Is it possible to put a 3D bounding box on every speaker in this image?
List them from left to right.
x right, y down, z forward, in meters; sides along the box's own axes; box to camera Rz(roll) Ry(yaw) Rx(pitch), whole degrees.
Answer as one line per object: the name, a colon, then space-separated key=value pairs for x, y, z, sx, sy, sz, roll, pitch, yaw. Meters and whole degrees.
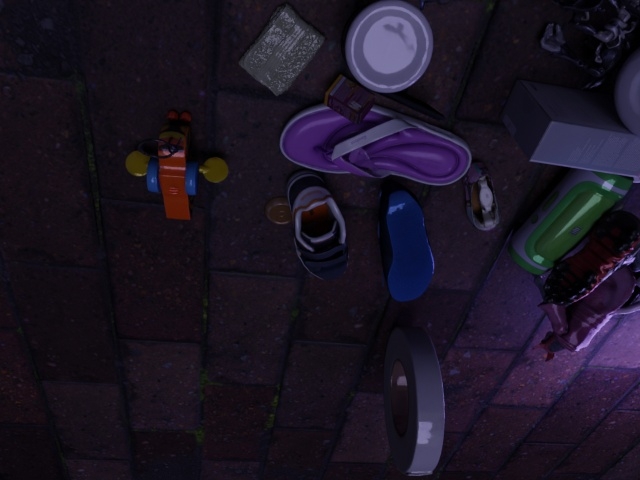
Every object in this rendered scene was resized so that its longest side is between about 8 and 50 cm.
speaker: x=0.575 y=-0.057 z=1.159 sx=0.131 sy=0.131 sz=0.296 roll=17 pitch=126 yaw=-17

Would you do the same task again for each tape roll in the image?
tape roll: x=0.248 y=0.435 z=1.371 sx=0.072 sy=0.392 sz=0.392 roll=1 pitch=129 yaw=-6

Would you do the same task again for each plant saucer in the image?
plant saucer: x=-0.092 y=-0.066 z=1.172 sx=0.083 sy=0.015 sz=0.083 roll=-2 pitch=130 yaw=-2

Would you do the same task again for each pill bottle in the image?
pill bottle: x=0.099 y=-0.326 z=0.821 sx=0.131 sy=0.229 sz=0.131 roll=0 pitch=114 yaw=0
pill bottle: x=0.700 y=-0.292 z=0.887 sx=0.323 sy=0.181 sz=0.181 roll=-19 pitch=135 yaw=-25

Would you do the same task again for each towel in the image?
towel: x=-0.072 y=-0.353 z=0.929 sx=0.110 sy=0.027 sz=0.148 roll=31 pitch=121 yaw=-27

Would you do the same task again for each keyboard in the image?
keyboard: x=0.149 y=-0.278 z=0.960 sx=0.180 sy=0.108 sz=0.023 roll=16 pitch=117 yaw=-27

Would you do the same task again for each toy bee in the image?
toy bee: x=-0.281 y=-0.170 z=1.007 sx=0.195 sy=0.162 sz=0.298 roll=15 pitch=152 yaw=-26

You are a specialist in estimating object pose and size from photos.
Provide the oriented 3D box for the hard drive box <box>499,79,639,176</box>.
hard drive box: x=0.505 y=-0.225 z=0.979 sx=0.232 sy=0.181 sz=0.089 roll=7 pitch=131 yaw=-9

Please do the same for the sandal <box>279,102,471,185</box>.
sandal: x=0.124 y=-0.189 z=1.029 sx=0.416 sy=0.102 sz=0.169 roll=5 pitch=128 yaw=-7

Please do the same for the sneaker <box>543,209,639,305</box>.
sneaker: x=0.640 y=0.050 z=1.147 sx=0.135 sy=0.097 sz=0.276 roll=2 pitch=131 yaw=-40

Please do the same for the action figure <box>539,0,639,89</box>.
action figure: x=0.495 y=-0.385 z=0.880 sx=0.164 sy=0.141 sz=0.276 roll=-42 pitch=148 yaw=17

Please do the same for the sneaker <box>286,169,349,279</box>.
sneaker: x=0.000 y=0.000 z=1.155 sx=0.126 sy=0.127 sz=0.321 roll=-22 pitch=130 yaw=-2

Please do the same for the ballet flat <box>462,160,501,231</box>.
ballet flat: x=0.380 y=-0.083 z=1.153 sx=0.077 sy=0.079 sz=0.221 roll=-19 pitch=129 yaw=10

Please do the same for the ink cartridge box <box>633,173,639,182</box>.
ink cartridge box: x=0.745 y=-0.186 z=1.105 sx=0.180 sy=0.060 sz=0.104 roll=-1 pitch=130 yaw=-3

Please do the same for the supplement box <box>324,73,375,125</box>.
supplement box: x=0.056 y=-0.272 z=0.960 sx=0.083 sy=0.055 sz=0.043 roll=35 pitch=164 yaw=7

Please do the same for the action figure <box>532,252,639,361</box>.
action figure: x=0.715 y=0.190 z=1.290 sx=0.248 sy=0.275 sz=0.370 roll=24 pitch=107 yaw=-25

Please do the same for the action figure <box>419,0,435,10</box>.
action figure: x=0.193 y=-0.512 z=0.728 sx=0.330 sy=0.178 sz=0.341 roll=2 pitch=105 yaw=1

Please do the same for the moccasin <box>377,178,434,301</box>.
moccasin: x=0.205 y=0.001 z=1.190 sx=0.138 sy=0.117 sz=0.342 roll=-11 pitch=131 yaw=-5
